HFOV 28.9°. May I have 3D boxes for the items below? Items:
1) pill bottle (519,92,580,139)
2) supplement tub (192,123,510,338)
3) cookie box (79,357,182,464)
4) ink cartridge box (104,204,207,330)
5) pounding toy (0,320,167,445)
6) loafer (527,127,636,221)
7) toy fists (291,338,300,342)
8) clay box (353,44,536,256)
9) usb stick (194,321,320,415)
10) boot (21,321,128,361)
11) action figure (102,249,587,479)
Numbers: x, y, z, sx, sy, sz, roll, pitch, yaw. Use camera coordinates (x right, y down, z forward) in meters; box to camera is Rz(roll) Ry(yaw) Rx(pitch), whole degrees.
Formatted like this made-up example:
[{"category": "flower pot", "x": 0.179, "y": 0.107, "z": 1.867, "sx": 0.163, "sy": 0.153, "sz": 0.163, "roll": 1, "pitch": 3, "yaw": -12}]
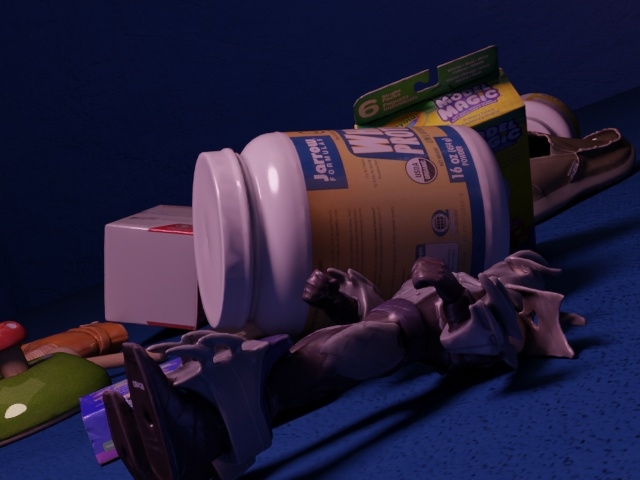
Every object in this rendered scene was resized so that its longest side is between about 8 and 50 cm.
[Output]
[{"category": "pill bottle", "x": 0.260, "y": -0.119, "z": 1.548, "sx": 0.117, "sy": 0.117, "sz": 0.215, "roll": -20, "pitch": 4, "yaw": 18}, {"category": "supplement tub", "x": 0.018, "y": -0.006, "z": 0.876, "sx": 0.199, "sy": 0.144, "sz": 0.144, "roll": -4, "pitch": 0, "yaw": -15}, {"category": "cookie box", "x": -0.138, "y": 0.130, "z": 0.964, "sx": 0.091, "sy": 0.040, "sz": 0.107, "roll": -22, "pitch": 4, "yaw": -10}, {"category": "ink cartridge box", "x": -0.186, "y": 0.030, "z": 1.611, "sx": 0.128, "sy": 0.127, "sz": 0.176, "roll": 4, "pitch": 12, "yaw": 16}, {"category": "pounding toy", "x": -0.305, "y": 0.131, "z": 1.305, "sx": 0.183, "sy": 0.110, "sz": 0.237, "roll": -18, "pitch": 6, "yaw": 34}, {"category": "loafer", "x": 0.254, "y": -0.084, "z": 1.341, "sx": 0.094, "sy": 0.087, "sz": 0.251, "roll": -17, "pitch": 6, "yaw": 45}, {"category": "toy fists", "x": 0.000, "y": 0.000, "z": 1.191, "sx": 0.142, "sy": 0.096, "sz": 0.279, "roll": -47, "pitch": 1, "yaw": 6}, {"category": "clay box", "x": 0.106, "y": -0.050, "z": 1.019, "sx": 0.127, "sy": 0.053, "sz": 0.222, "roll": -22, "pitch": -38, "yaw": -3}, {"category": "usb stick", "x": -0.055, "y": 0.093, "z": 0.941, "sx": 0.077, "sy": 0.045, "sz": 0.278, "roll": -9, "pitch": 3, "yaw": -11}, {"category": "boot", "x": -0.342, "y": 0.150, "z": 1.555, "sx": 0.152, "sy": 0.073, "sz": 0.197, "roll": -23, "pitch": 12, "yaw": -40}, {"category": "action figure", "x": 0.024, "y": 0.058, "z": 0.707, "sx": 0.285, "sy": 0.099, "sz": 0.185, "roll": -20, "pitch": -2, "yaw": -26}]
